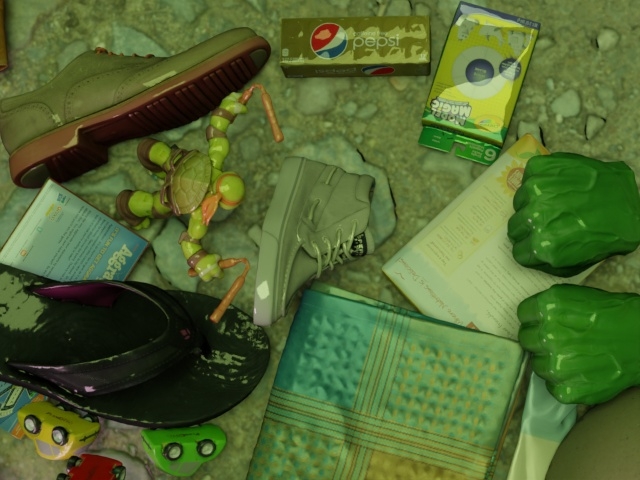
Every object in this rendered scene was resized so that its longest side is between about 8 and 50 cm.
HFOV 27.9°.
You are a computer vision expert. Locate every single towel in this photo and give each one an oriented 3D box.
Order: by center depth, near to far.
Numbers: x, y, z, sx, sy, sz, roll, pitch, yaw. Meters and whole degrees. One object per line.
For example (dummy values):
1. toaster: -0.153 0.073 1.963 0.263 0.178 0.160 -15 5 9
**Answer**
1. towel: 0.058 0.254 1.468 0.271 0.040 0.370 17 92 9

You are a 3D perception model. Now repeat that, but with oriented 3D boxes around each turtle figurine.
1. turtle figurine: -0.151 -0.049 1.467 0.217 0.087 0.270 6 86 51

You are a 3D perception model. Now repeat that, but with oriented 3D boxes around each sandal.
1. sandal: -0.272 0.108 1.456 0.445 0.107 0.168 10 68 -10

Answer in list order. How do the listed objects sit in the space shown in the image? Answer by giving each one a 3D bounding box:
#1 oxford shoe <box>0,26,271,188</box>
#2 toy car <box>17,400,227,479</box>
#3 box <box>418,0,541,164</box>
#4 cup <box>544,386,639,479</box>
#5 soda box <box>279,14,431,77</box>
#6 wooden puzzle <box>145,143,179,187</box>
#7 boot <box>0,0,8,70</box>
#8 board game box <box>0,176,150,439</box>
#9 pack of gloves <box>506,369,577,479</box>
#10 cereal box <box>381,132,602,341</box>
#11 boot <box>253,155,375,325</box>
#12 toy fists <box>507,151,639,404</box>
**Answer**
1. oxford shoe: -0.232 -0.191 1.547 0.348 0.123 0.130 -24 74 0
2. toy car: -0.215 0.247 1.465 0.224 0.239 0.053 -1 109 -26
3. box: 0.188 -0.187 1.544 0.105 0.043 0.179 17 85 8
4. cup: 0.411 0.309 1.328 0.331 0.237 0.331 0 85 -1
5. soda box: 0.043 -0.234 1.557 0.181 0.058 0.061 0 81 5
6. wooden puzzle: -0.180 -0.085 1.580 0.049 0.006 0.083 -43 79 -2
7. boot: -0.415 -0.317 1.601 0.295 0.104 0.211 -21 85 7
8. board game box: -0.340 0.081 1.536 0.145 0.027 0.281 34 85 -10
9. pack of gloves: 0.320 0.218 1.478 0.195 0.046 0.232 14 86 -4
10. cereal box: 0.214 0.016 1.505 0.240 0.047 0.173 -42 82 -1
11. boot: 0.000 0.000 1.457 0.123 0.095 0.258 9 45 4
12. toy fists: 0.277 0.040 1.413 0.142 0.096 0.279 -1 83 -27
